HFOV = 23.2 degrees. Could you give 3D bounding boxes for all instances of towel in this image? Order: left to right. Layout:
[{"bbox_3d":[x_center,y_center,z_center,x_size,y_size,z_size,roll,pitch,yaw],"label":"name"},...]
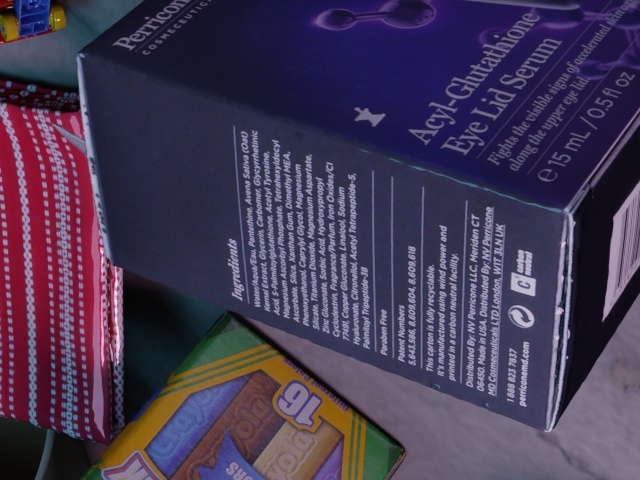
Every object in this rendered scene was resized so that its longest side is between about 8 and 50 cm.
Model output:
[{"bbox_3d":[-0.227,-0.001,0.892,0.275,0.031,0.199,11,109,30],"label":"towel"}]

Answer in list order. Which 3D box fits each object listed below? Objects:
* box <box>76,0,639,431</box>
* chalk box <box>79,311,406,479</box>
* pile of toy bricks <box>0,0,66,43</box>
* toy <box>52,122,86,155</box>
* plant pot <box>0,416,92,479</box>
[{"bbox_3d":[0.032,-0.041,0.616,0.207,0.153,0.108,19,134,23],"label":"box"},{"bbox_3d":[-0.076,0.172,0.838,0.132,0.213,0.132,39,139,3],"label":"chalk box"},{"bbox_3d":[-0.167,-0.180,0.702,0.105,0.118,0.212,64,156,24],"label":"pile of toy bricks"},{"bbox_3d":[0.000,0.000,0.734,0.237,0.056,0.137,28,167,30],"label":"toy"},{"bbox_3d":[-0.235,0.220,1.007,0.256,0.256,0.274,11,145,30],"label":"plant pot"}]
